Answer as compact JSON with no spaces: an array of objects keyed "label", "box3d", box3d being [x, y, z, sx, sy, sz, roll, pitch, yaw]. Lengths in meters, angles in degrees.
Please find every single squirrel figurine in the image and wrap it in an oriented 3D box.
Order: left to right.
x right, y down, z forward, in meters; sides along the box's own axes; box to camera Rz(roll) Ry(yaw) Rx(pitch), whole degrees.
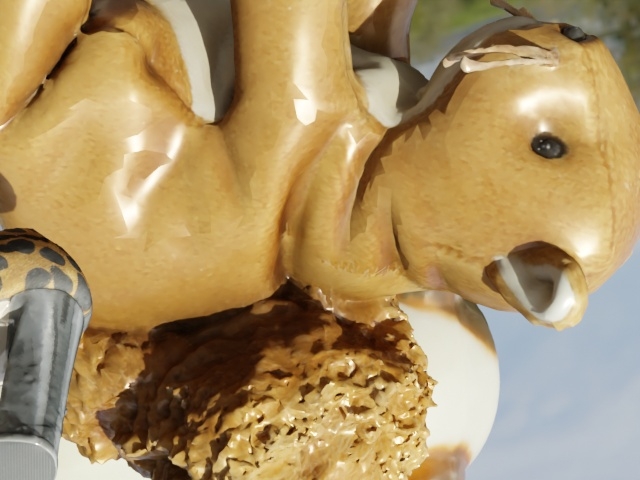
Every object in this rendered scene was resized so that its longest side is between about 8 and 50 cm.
[{"label":"squirrel figurine","box3d":[0.000,0.000,1.123,0.370,0.397,0.281,14,-170,11]}]

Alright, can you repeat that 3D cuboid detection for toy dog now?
[{"label":"toy dog","box3d":[-0.059,0.104,1.500,0.408,0.284,0.395,-1,163,16]}]

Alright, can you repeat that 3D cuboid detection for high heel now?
[{"label":"high heel","box3d":[-0.245,0.038,0.910,0.261,0.093,0.186,11,-148,-8]}]
